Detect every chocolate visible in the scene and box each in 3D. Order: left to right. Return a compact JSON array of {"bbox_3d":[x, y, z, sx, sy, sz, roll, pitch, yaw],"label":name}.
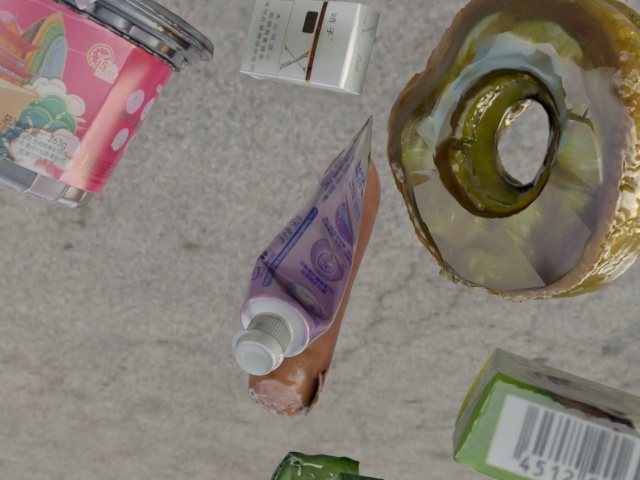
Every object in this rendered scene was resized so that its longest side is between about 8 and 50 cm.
[{"bbox_3d":[0.337,0.260,1.301,0.300,0.137,0.289,20,-176,8],"label":"chocolate"}]

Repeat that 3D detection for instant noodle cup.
[{"bbox_3d":[-0.240,-0.139,0.812,0.258,0.182,0.302,26,-179,19],"label":"instant noodle cup"}]

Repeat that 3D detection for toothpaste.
[{"bbox_3d":[0.000,0.000,0.743,0.048,0.301,0.075,-9,117,24],"label":"toothpaste"}]

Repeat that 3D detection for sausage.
[{"bbox_3d":[0.005,0.035,1.202,0.094,0.419,0.094,40,133,-19],"label":"sausage"}]

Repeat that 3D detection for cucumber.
[{"bbox_3d":[0.019,0.353,1.163,0.130,0.191,0.191,6,154,-27],"label":"cucumber"}]

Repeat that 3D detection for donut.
[{"bbox_3d":[0.206,-0.100,0.998,0.330,0.330,0.160,-23,166,40],"label":"donut"}]

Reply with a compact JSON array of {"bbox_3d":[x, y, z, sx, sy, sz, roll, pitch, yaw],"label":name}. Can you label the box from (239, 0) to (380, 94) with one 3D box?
[{"bbox_3d":[-0.013,-0.200,0.988,0.040,0.084,0.154,13,-177,-45],"label":"box"}]
